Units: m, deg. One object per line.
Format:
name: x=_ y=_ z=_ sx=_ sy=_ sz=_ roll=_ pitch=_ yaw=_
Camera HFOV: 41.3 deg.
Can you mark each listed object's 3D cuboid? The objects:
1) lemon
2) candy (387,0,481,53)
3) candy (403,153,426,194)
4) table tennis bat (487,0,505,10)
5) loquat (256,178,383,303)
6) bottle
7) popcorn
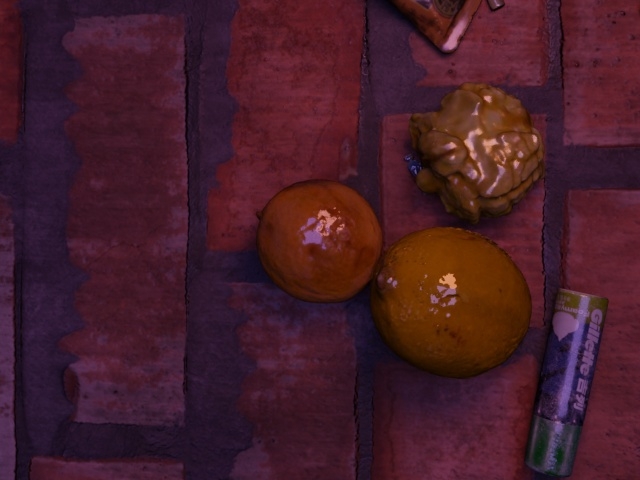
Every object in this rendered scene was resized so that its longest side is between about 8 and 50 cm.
lemon: x=0.219 y=0.105 z=1.462 sx=0.310 sy=0.258 sz=0.257 roll=24 pitch=91 yaw=-28
candy: x=0.169 y=-0.472 z=1.567 sx=0.271 sy=0.101 sz=0.143 roll=33 pitch=98 yaw=-2
candy: x=0.186 y=-0.126 z=1.597 sx=0.030 sy=0.020 sz=0.083 roll=-25 pitch=86 yaw=3
table tennis bat: x=0.288 y=-0.543 z=1.596 sx=0.131 sy=0.022 sz=0.234 roll=-25 pitch=86 yaw=3
loquat: x=0.000 y=0.000 z=1.524 sx=0.238 sy=0.193 sz=0.238 roll=1 pitch=95 yaw=9
bottle: x=0.444 y=0.256 z=1.538 sx=0.093 sy=0.093 sz=0.330 roll=11 pitch=90 yaw=4
popcorn: x=0.285 y=-0.153 z=1.513 sx=0.255 sy=0.195 sz=0.256 roll=3 pitch=90 yaw=-5
